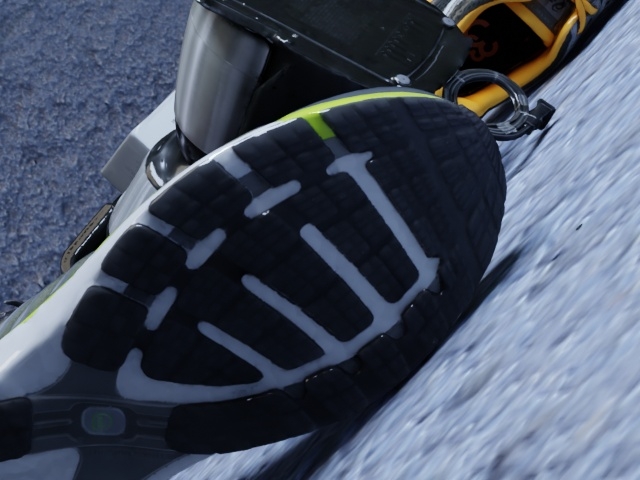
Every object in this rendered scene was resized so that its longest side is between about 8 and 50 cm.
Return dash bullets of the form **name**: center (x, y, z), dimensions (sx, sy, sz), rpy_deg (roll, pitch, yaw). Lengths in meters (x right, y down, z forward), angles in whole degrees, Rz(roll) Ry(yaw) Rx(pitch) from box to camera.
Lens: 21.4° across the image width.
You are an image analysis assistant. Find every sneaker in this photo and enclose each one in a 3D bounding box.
- **sneaker**: center (-0.063, 0.035, 0.647), dimensions (0.300, 0.111, 0.121), rpy_deg (-33, 16, 12)
- **sneaker**: center (0.126, -0.140, 0.891), dimensions (0.215, 0.084, 0.083), rpy_deg (-48, 18, 14)

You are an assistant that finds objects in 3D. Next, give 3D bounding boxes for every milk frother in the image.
- **milk frother**: center (-0.177, 0.040, 1.717), dimensions (0.129, 0.143, 0.134), rpy_deg (17, 64, 41)

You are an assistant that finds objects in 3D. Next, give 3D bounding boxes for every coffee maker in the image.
- **coffee maker**: center (-0.009, -0.034, 0.819), dimensions (0.120, 0.171, 0.178), rpy_deg (-22, -34, -42)

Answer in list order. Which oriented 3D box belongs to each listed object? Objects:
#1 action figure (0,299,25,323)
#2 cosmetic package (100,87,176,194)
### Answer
- **action figure**: center (-0.336, 0.136, 1.913), dimensions (0.164, 0.141, 0.276), rpy_deg (-40, -8, 27)
- **cosmetic package**: center (-0.092, -0.080, 1.586), dimensions (0.151, 0.151, 0.184), rpy_deg (-48, 6, -19)
